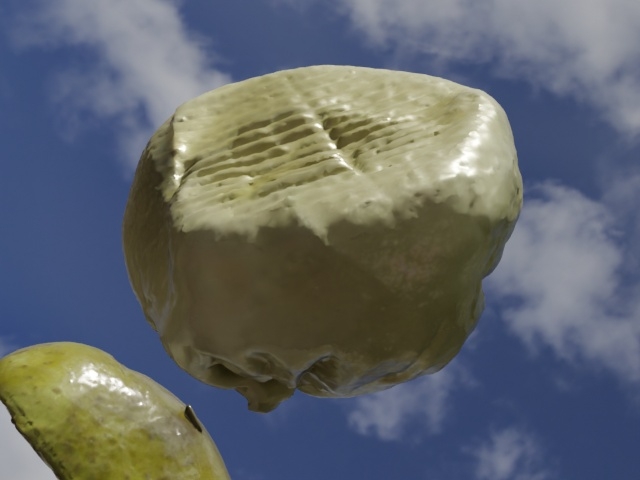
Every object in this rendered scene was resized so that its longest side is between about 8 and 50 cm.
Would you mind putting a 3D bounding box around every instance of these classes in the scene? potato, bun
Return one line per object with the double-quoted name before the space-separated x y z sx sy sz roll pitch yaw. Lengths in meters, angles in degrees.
"potato" -0.127 0.176 0.792 0.272 0.111 0.160 49 -17 7
"bun" 0.000 0.000 0.584 0.229 0.229 0.145 8 -57 33
